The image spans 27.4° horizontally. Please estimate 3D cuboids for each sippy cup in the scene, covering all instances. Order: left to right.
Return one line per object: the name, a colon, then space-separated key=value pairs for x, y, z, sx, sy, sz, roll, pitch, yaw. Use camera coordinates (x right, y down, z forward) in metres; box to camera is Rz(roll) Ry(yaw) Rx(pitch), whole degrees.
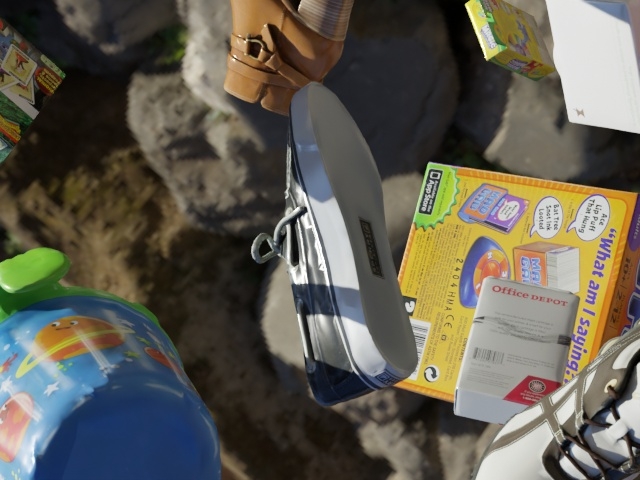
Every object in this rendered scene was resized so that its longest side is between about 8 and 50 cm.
sippy cup: x=-0.197 y=0.173 z=1.147 sx=0.305 sy=0.240 sz=0.224 roll=36 pitch=173 yaw=-26

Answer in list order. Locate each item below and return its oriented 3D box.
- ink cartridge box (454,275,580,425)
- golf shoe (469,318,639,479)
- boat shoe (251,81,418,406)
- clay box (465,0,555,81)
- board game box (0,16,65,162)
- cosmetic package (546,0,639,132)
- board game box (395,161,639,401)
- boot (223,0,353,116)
ink cartridge box: x=0.215 y=0.124 z=1.433 sx=0.109 sy=0.150 sz=0.063 roll=12 pitch=146 yaw=12
golf shoe: x=0.159 y=0.110 z=0.757 sx=0.077 sy=0.198 sz=0.094 roll=43 pitch=167 yaw=4
boat shoe: x=0.003 y=0.001 z=1.193 sx=0.105 sy=0.306 sz=0.113 roll=-27 pitch=156 yaw=26
clay box: x=0.352 y=-0.386 z=2.474 sx=0.053 sy=0.127 sz=0.222 roll=-31 pitch=155 yaw=32
board game box: x=-0.351 y=-0.195 z=1.156 sx=0.259 sy=0.136 sz=0.030 roll=42 pitch=127 yaw=-18
cosmetic package: x=0.498 y=-0.312 z=1.806 sx=0.155 sy=0.365 sz=0.197 roll=18 pitch=134 yaw=51
board game box: x=0.356 y=0.112 z=2.070 sx=0.356 sy=0.357 sz=0.356 roll=12 pitch=174 yaw=35
boot: x=-0.071 y=-0.218 z=1.296 sx=0.197 sy=0.073 sz=0.152 roll=30 pitch=121 yaw=12
